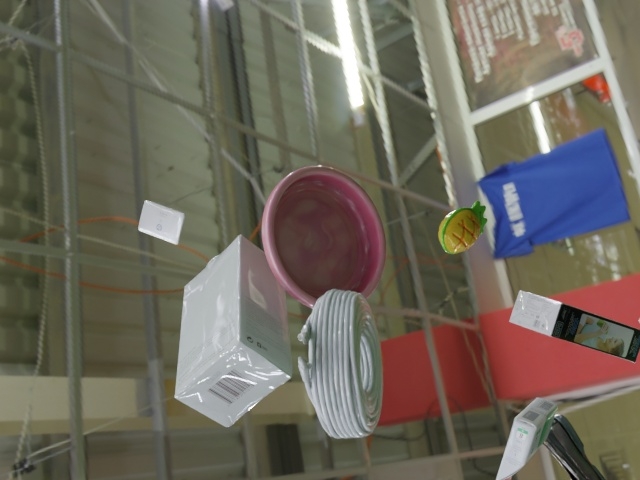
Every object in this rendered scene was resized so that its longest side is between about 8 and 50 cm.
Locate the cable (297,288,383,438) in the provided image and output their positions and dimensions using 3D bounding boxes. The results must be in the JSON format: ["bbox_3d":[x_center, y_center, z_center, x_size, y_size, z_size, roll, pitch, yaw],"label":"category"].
[{"bbox_3d":[0.047,0.209,1.314,0.257,0.089,0.257,-71,-29,-57],"label":"cable"}]

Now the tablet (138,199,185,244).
[{"bbox_3d":[-0.264,-0.030,1.265,0.006,0.083,0.054,-5,-68,-66],"label":"tablet"}]

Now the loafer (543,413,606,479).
[{"bbox_3d":[0.581,0.532,1.730,0.267,0.084,0.096,62,169,20],"label":"loafer"}]

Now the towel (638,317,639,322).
[{"bbox_3d":[0.626,0.112,1.048,0.332,0.053,0.317,29,-141,16],"label":"towel"}]

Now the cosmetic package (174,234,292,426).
[{"bbox_3d":[-0.194,0.191,1.703,0.156,0.217,0.385,38,-156,-26],"label":"cosmetic package"}]

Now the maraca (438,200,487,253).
[{"bbox_3d":[0.398,-0.036,2.107,0.186,0.099,0.127,-31,-54,-29],"label":"maraca"}]

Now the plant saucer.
[{"bbox_3d":[0.000,0.000,1.722,0.332,0.084,0.332,11,-109,-34],"label":"plant saucer"}]

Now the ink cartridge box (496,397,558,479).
[{"bbox_3d":[0.425,0.459,1.604,0.181,0.056,0.224,-7,-68,-60],"label":"ink cartridge box"}]

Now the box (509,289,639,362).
[{"bbox_3d":[0.647,0.217,1.921,0.290,0.169,0.087,19,-90,-23],"label":"box"}]
